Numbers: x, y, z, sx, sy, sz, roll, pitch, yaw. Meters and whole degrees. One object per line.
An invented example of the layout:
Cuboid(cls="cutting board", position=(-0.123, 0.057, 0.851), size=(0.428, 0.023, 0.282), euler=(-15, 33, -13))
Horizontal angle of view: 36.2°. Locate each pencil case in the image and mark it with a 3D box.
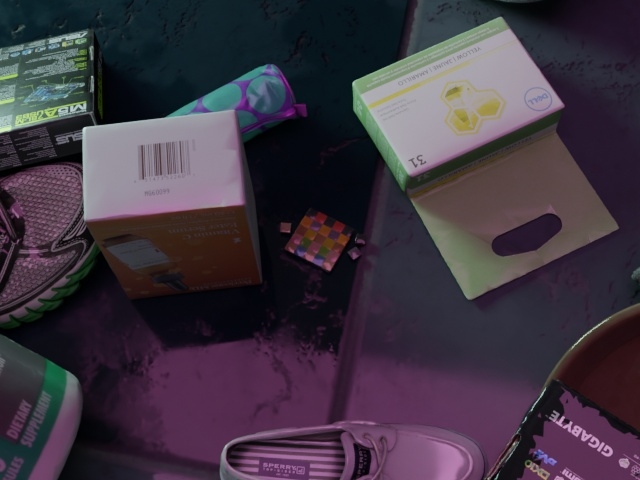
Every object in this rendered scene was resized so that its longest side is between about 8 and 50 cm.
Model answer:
Cuboid(cls="pencil case", position=(-0.094, -0.112, 0.951), size=(0.152, 0.064, 0.070), euler=(-31, 53, -10))

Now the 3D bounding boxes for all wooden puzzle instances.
Cuboid(cls="wooden puzzle", position=(0.000, 0.000, 0.929), size=(0.083, 0.006, 0.049), euler=(27, 70, 13))

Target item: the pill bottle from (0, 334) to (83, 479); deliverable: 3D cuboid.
Cuboid(cls="pill bottle", position=(-0.377, 0.106, 0.711), size=(0.361, 0.204, 0.204), euler=(33, 68, -20))

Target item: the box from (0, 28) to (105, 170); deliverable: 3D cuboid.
Cuboid(cls="box", position=(-0.303, -0.129, 0.937), size=(0.191, 0.045, 0.184), euler=(-14, 40, -4))

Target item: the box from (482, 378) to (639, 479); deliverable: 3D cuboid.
Cuboid(cls="box", position=(0.210, 0.299, 0.692), size=(0.295, 0.073, 0.293), euler=(32, 83, 23))

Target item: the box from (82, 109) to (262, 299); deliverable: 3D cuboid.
Cuboid(cls="box", position=(-0.123, -0.026, 0.856), size=(0.130, 0.170, 0.091), euler=(-7, 65, -1))

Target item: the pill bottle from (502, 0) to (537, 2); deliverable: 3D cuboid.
Cuboid(cls="pill bottle", position=(0.253, -0.461, 0.998), size=(0.229, 0.229, 0.407), euler=(28, 71, 14))

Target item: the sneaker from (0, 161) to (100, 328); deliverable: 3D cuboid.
Cuboid(cls="sneaker", position=(-0.347, 0.021, 0.860), size=(0.344, 0.146, 0.134), euler=(-26, 68, -9))

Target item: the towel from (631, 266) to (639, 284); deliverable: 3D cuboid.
Cuboid(cls="towel", position=(0.452, 0.019, 0.844), size=(0.284, 0.121, 0.235), euler=(-37, 68, -11))

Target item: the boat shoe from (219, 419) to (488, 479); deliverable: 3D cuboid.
Cuboid(cls="boat shoe", position=(0.028, 0.191, 0.807), size=(0.226, 0.076, 0.083), euler=(-5, 67, 0))

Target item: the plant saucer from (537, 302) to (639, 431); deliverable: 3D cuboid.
Cuboid(cls="plant saucer", position=(0.301, 0.179, 0.762), size=(0.278, 0.041, 0.277), euler=(-2, 86, 25))

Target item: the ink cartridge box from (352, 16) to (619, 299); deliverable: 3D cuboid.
Cuboid(cls="ink cartridge box", position=(0.157, -0.083, 0.935), size=(0.171, 0.056, 0.235), euler=(-25, 66, -9))
